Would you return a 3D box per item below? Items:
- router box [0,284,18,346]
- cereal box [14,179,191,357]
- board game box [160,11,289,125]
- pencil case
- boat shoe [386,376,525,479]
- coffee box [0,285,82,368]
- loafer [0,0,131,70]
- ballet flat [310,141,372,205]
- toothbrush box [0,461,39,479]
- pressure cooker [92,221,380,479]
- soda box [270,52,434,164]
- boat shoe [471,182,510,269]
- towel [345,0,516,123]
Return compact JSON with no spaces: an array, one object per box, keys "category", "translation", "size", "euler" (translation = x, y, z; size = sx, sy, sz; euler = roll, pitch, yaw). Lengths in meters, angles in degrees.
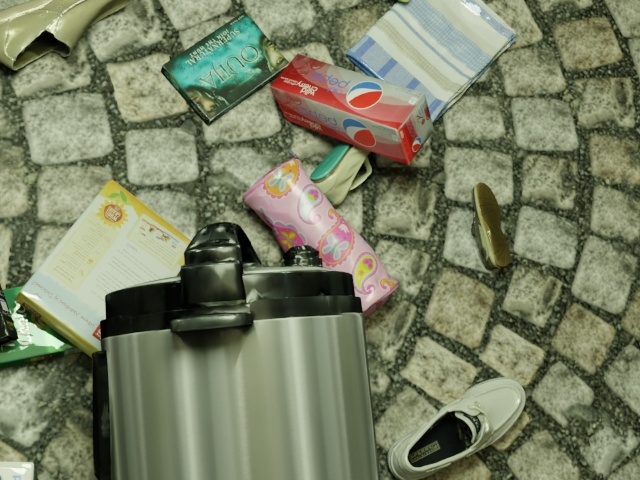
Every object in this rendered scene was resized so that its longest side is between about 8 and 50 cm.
[{"category":"router box","translation":[-0.537,0.113,1.412],"size":[0.178,0.046,0.133],"euler":[-23,76,-2]},{"category":"cereal box","translation":[-0.317,0.047,1.490],"size":[0.173,0.047,0.240],"euler":[40,55,-12]},{"category":"board game box","translation":[-0.160,-0.294,1.692],"size":[0.186,0.026,0.126],"euler":[-40,86,-23]},{"category":"pencil case","translation":[0.000,0.000,1.592],"size":[0.124,0.124,0.284],"euler":[-36,84,-23]},{"category":"boat shoe","translation":[0.227,0.294,1.575],"size":[0.267,0.088,0.096],"euler":[-22,79,-21]},{"category":"coffee box","translation":[-0.424,0.122,1.475],"size":[0.184,0.040,0.113],"euler":[-9,75,-18]},{"category":"loafer","translation":[-0.414,-0.351,1.606],"size":[0.268,0.102,0.092],"euler":[-28,83,-12]},{"category":"ballet flat","translation":[0.070,-0.159,1.693],"size":[0.086,0.086,0.248],"euler":[38,68,-1]},{"category":"toothbrush box","translation":[-0.425,0.395,1.256],"size":[0.122,0.283,0.206],"euler":[5,72,-14]},{"category":"pressure cooker","translation":[-0.110,0.186,1.350],"size":[0.375,0.369,0.421],"euler":[0,82,-40]},{"category":"soda box","translation":[0.050,-0.217,1.619],"size":[0.263,0.092,0.083],"euler":[23,66,32]},{"category":"boat shoe","translation":[0.282,-0.023,1.714],"size":[0.056,0.049,0.152],"euler":[1,72,-39]},{"category":"towel","translation":[0.207,-0.359,1.812],"size":[0.209,0.034,0.285],"euler":[43,67,2]}]
